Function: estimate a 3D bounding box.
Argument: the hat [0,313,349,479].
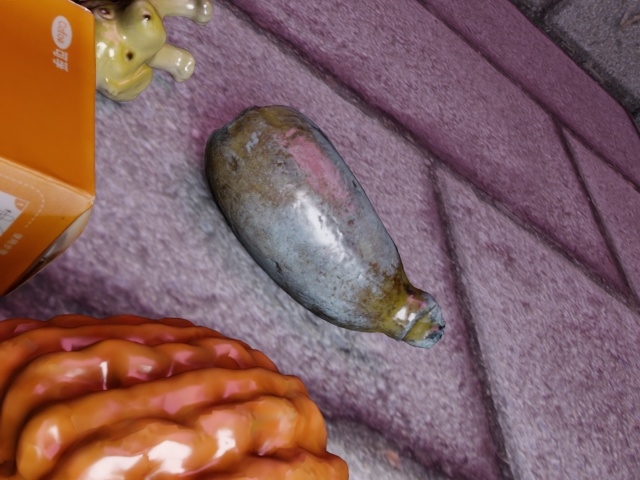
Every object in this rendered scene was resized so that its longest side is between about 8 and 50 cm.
[{"bbox_3d":[-0.199,0.165,0.350,0.401,0.285,0.285,7,48,-30],"label":"hat"}]

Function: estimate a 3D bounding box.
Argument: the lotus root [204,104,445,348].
[{"bbox_3d":[0.000,0.000,0.888,0.322,0.140,0.158,54,5,-5],"label":"lotus root"}]

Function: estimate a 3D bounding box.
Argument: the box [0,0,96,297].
[{"bbox_3d":[-0.329,-0.124,0.571,0.341,0.143,0.224,24,39,-36],"label":"box"}]

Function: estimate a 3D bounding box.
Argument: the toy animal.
[{"bbox_3d":[-0.210,-0.249,0.909,0.169,0.121,0.233,1,50,-36],"label":"toy animal"}]
